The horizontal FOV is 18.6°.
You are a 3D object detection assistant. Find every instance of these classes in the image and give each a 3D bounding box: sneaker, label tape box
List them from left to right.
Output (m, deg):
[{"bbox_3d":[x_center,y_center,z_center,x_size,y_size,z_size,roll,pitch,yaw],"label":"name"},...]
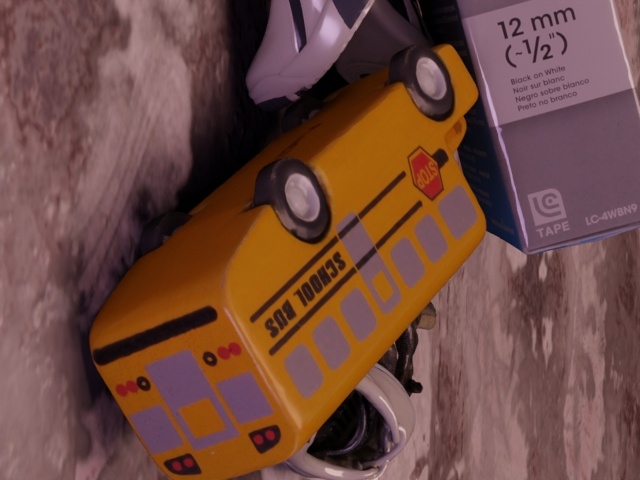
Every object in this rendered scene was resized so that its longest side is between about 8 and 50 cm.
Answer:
[{"bbox_3d":[-0.018,-0.208,1.223,0.235,0.153,0.094,-55,-178,27],"label":"sneaker"},{"bbox_3d":[0.012,0.126,1.283,0.094,0.091,0.258,-58,153,4],"label":"sneaker"},{"bbox_3d":[0.044,-0.190,1.394,0.217,0.079,0.121,48,48,-62],"label":"sneaker"},{"bbox_3d":[0.134,-0.177,1.401,0.249,0.115,0.348,-118,-165,-84],"label":"label tape box"}]

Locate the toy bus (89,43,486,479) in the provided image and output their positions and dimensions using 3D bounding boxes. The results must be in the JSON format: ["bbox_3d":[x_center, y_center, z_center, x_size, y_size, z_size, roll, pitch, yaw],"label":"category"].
[{"bbox_3d":[0.000,0.000,1.156,0.130,0.108,0.332,59,37,-10],"label":"toy bus"}]

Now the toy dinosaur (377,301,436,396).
[{"bbox_3d":[0.055,0.066,1.484,0.268,0.064,0.118,45,43,-68],"label":"toy dinosaur"}]
